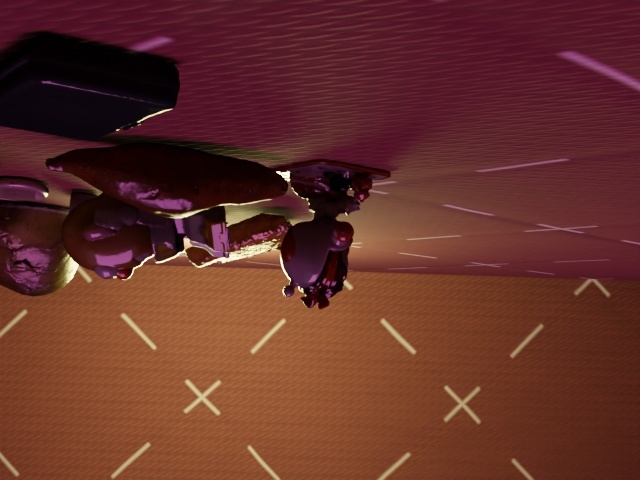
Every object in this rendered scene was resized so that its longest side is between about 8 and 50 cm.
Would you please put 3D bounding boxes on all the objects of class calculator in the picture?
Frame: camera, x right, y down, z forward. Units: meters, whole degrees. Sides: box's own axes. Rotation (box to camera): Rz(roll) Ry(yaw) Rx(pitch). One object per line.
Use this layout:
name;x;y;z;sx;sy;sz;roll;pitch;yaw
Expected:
calculator;-0.560;-0.094;1.764;0.103;0.024;0.166;3;173;-10

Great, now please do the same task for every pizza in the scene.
pizza;-0.144;-0.008;2.126;0.280;0.075;0.288;-19;173;22

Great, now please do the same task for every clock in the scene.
clock;-0.467;-0.036;1.878;0.050;0.109;0.153;4;174;-9

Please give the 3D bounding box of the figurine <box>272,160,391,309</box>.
figurine;0.000;0.000;1.534;0.160;0.226;0.183;8;171;-38

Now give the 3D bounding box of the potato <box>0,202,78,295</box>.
potato;-0.650;0.024;2.132;0.247;0.196;0.300;1;172;-8

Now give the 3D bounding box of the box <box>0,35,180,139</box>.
box;-0.265;-0.154;0.997;0.160;0.050;0.230;7;172;-35

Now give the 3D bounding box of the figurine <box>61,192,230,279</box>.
figurine;-0.304;-0.023;1.651;0.285;0.167;0.342;-5;154;-8

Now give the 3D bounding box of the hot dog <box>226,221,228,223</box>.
hot dog;-0.263;-0.038;2.161;0.133;0.041;0.056;5;168;31

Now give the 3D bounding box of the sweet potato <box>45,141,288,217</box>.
sweet potato;-0.213;-0.086;1.371;0.359;0.112;0.112;7;173;-16
